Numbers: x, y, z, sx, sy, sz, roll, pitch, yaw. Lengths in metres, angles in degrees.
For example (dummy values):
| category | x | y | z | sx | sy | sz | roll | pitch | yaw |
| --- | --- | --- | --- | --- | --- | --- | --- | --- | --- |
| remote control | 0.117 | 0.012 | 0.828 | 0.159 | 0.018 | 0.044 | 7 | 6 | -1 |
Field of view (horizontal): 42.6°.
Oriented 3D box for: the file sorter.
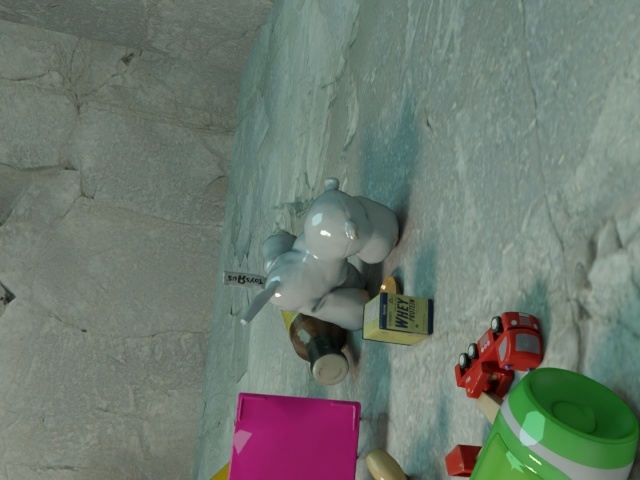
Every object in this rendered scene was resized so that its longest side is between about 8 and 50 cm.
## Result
| category | x | y | z | sx | sy | sz | roll | pitch | yaw |
| --- | --- | --- | --- | --- | --- | --- | --- | --- | --- |
| file sorter | -0.038 | 0.420 | 1.371 | 0.182 | 0.202 | 0.291 | 69 | -154 | -70 |

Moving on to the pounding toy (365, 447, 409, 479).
| category | x | y | z | sx | sy | sz | roll | pitch | yaw |
| --- | --- | --- | --- | --- | --- | --- | --- | --- | --- |
| pounding toy | 0.103 | 0.422 | 1.146 | 0.154 | 0.155 | 0.269 | 46 | 141 | 37 |

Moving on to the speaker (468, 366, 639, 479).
| category | x | y | z | sx | sy | sz | roll | pitch | yaw |
| --- | --- | --- | --- | --- | --- | --- | --- | --- | --- |
| speaker | 0.194 | 0.273 | 0.789 | 0.131 | 0.131 | 0.296 | -109 | 32 | -61 |

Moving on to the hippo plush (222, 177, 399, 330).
| category | x | y | z | sx | sy | sz | roll | pitch | yaw |
| --- | --- | --- | --- | --- | --- | --- | --- | --- | --- |
| hippo plush | 0.000 | 0.000 | 1.439 | 0.236 | 0.294 | 0.234 | -61 | 37 | 26 |

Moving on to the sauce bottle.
| category | x | y | z | sx | sy | sz | roll | pitch | yaw |
| --- | --- | --- | --- | --- | --- | --- | --- | --- | --- |
| sauce bottle | -0.012 | 0.176 | 1.653 | 0.344 | 0.111 | 0.111 | -117 | 39 | -64 |

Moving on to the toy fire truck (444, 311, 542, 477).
| category | x | y | z | sx | sy | sz | roll | pitch | yaw |
| --- | --- | --- | --- | --- | --- | --- | --- | --- | --- |
| toy fire truck | 0.202 | 0.186 | 0.964 | 0.192 | 0.047 | 0.135 | 118 | 156 | -48 |

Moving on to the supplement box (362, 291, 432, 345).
| category | x | y | z | sx | sy | sz | roll | pitch | yaw |
| --- | --- | --- | --- | --- | --- | --- | --- | --- | --- |
| supplement box | 0.116 | 0.121 | 1.252 | 0.083 | 0.083 | 0.056 | 131 | 145 | -65 |

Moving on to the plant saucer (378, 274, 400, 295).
| category | x | y | z | sx | sy | sz | roll | pitch | yaw |
| --- | --- | --- | --- | --- | --- | --- | --- | --- | --- |
| plant saucer | 0.118 | 0.101 | 1.391 | 0.083 | 0.015 | 0.083 | -171 | 90 | -75 |

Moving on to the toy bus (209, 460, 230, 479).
| category | x | y | z | sx | sy | sz | roll | pitch | yaw |
| --- | --- | --- | --- | --- | --- | --- | --- | --- | --- |
| toy bus | -0.143 | 0.501 | 1.616 | 0.332 | 0.130 | 0.108 | -43 | 19 | 3 |
